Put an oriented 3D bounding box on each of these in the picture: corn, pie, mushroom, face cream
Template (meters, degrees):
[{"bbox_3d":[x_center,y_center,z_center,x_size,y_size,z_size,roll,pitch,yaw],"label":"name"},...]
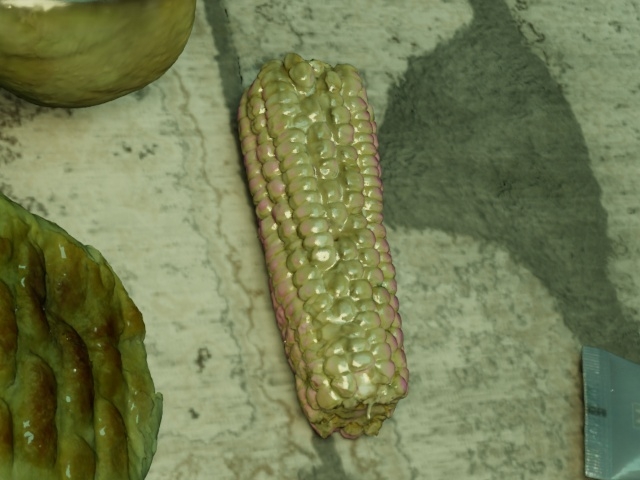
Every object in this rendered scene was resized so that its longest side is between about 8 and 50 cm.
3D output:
[{"bbox_3d":[0.001,0.001,1.477,0.126,0.126,0.335,4,67,-28],"label":"corn"},{"bbox_3d":[-0.213,0.092,1.257,0.306,0.071,0.306,49,30,-41],"label":"pie"},{"bbox_3d":[-0.272,-0.201,1.365,0.217,0.212,0.292,-24,62,-32],"label":"mushroom"},{"bbox_3d":[0.417,0.203,1.624,0.385,0.086,0.136,16,55,-16],"label":"face cream"}]
